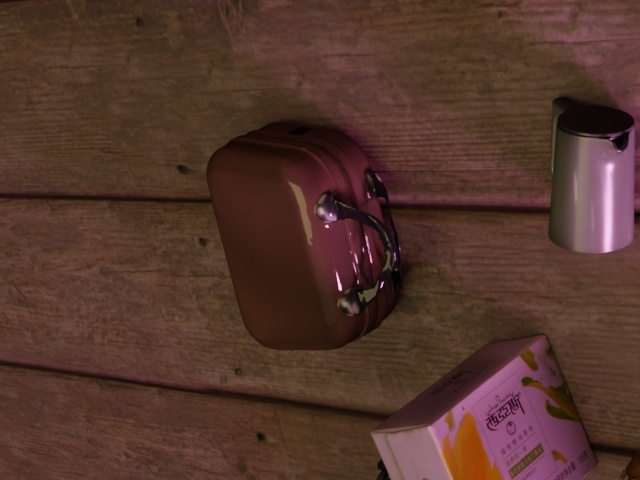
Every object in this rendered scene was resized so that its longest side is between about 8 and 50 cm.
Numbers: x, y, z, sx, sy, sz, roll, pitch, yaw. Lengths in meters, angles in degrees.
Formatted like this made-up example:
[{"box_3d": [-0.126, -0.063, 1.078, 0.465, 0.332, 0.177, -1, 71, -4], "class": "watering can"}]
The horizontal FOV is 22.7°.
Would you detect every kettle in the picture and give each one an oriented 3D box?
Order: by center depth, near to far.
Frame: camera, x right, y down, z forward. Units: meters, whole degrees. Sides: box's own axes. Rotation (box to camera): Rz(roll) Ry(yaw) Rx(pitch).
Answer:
[{"box_3d": [0.311, -0.076, 1.826, 0.098, 0.127, 0.148, 1, 115, 9], "class": "kettle"}]

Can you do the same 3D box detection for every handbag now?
[{"box_3d": [0.000, 0.000, 2.122, 0.283, 0.149, 0.301, 6, 115, 45], "class": "handbag"}]

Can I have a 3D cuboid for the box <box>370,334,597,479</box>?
[{"box_3d": [0.207, 0.260, 1.986, 0.111, 0.260, 0.194, -14, 104, 48], "class": "box"}]

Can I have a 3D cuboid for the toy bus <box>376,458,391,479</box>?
[{"box_3d": [0.197, 0.398, 2.175, 0.125, 0.133, 0.292, -13, 106, 53], "class": "toy bus"}]

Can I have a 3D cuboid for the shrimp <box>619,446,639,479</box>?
[{"box_3d": [0.430, 0.284, 1.961, 0.095, 0.045, 0.162, 31, 130, 0], "class": "shrimp"}]
